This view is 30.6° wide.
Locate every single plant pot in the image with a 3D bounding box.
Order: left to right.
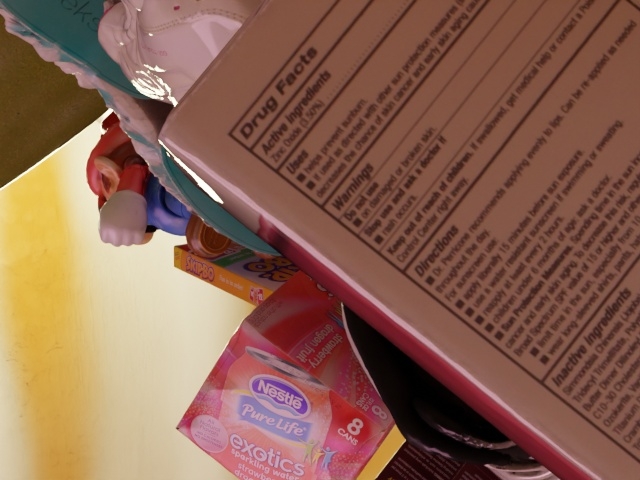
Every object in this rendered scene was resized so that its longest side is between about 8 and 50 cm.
[{"bbox_3d":[-0.337,-0.166,1.134,0.275,0.293,0.275,38,175,4],"label":"plant pot"}]

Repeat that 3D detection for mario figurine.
[{"bbox_3d":[-0.171,-0.027,1.367,0.320,0.170,0.198,22,159,50],"label":"mario figurine"}]

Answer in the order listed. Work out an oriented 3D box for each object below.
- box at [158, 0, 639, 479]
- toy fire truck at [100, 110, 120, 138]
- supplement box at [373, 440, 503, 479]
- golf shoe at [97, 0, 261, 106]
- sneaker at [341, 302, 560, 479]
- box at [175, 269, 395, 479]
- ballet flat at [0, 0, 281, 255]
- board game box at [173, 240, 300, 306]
[{"bbox_3d":[0.078,-0.015,0.440,0.232,0.149,0.127,39,175,2],"label":"box"},{"bbox_3d":[-0.233,-0.130,1.637,0.217,0.158,0.246,36,163,24],"label":"toy fire truck"},{"bbox_3d":[0.162,0.205,1.218,0.073,0.239,0.130,35,173,33],"label":"supplement box"},{"bbox_3d":[-0.052,-0.094,0.644,0.306,0.115,0.140,138,107,-86],"label":"golf shoe"},{"bbox_3d":[0.178,0.163,0.829,0.447,0.169,0.257,40,-166,7],"label":"sneaker"},{"bbox_3d":[0.023,0.106,1.079,0.154,0.142,0.300,38,-149,8],"label":"box"},{"bbox_3d":[-0.105,-0.143,0.870,0.147,0.147,0.409,34,170,41],"label":"ballet flat"},{"bbox_3d":[-0.054,0.038,1.354,0.124,0.039,0.259,-11,-159,-34],"label":"board game box"}]
